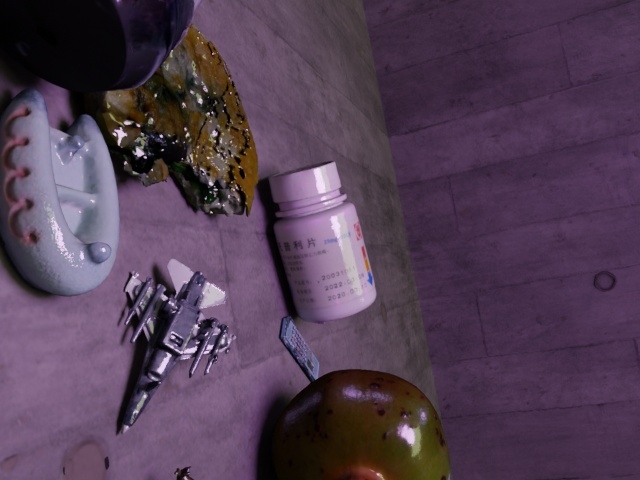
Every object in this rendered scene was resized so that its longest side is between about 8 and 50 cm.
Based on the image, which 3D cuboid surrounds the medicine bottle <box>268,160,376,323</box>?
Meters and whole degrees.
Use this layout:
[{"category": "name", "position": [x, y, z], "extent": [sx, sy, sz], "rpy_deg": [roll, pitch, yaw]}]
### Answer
[{"category": "medicine bottle", "position": [0.000, 0.000, 1.126], "extent": [0.170, 0.170, 0.293], "rpy_deg": [-38, 116, -69]}]

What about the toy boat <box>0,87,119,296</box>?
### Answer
[{"category": "toy boat", "position": [-0.252, -0.048, 0.578], "extent": [0.134, 0.078, 0.208], "rpy_deg": [33, 47, -68]}]

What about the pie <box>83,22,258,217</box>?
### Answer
[{"category": "pie", "position": [-0.195, -0.183, 0.823], "extent": [0.371, 0.078, 0.297], "rpy_deg": [27, 53, -65]}]

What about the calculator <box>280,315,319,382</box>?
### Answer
[{"category": "calculator", "position": [-0.038, 0.216, 1.129], "extent": [0.057, 0.018, 0.172], "rpy_deg": [-80, 153, -44]}]

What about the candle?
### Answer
[{"category": "candle", "position": [-0.205, -0.326, 0.600], "extent": [0.221, 0.221, 0.343], "rpy_deg": [61, 36, -41]}]

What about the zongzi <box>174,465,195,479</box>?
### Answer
[{"category": "zongzi", "position": [-0.099, 0.372, 0.730], "extent": [0.221, 0.112, 0.242], "rpy_deg": [1, 70, -73]}]

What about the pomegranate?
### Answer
[{"category": "pomegranate", "position": [0.076, 0.361, 0.899], "extent": [0.323, 0.290, 0.291], "rpy_deg": [-124, -169, -63]}]

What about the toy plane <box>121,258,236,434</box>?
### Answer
[{"category": "toy plane", "position": [-0.177, 0.116, 0.690], "extent": [0.160, 0.082, 0.234], "rpy_deg": [38, 35, -22]}]
